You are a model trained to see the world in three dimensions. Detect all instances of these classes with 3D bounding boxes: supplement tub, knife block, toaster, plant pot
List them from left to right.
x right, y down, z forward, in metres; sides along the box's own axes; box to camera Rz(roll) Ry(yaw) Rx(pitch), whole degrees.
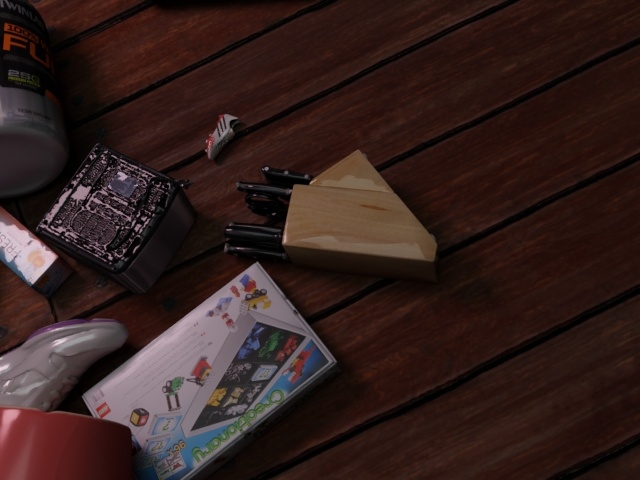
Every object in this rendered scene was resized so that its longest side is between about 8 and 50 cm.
[{"bbox_3d":[-0.523,-0.252,1.346,0.207,0.207,0.338,-19,65,2],"label":"supplement tub"},{"bbox_3d":[-0.343,0.333,1.018,0.275,0.275,0.243,2,70,12],"label":"plant pot"},{"bbox_3d":[-0.288,-0.031,1.256,0.186,0.110,0.168,25,74,20],"label":"toaster"},{"bbox_3d":[0.000,0.000,1.199,0.242,0.088,0.275,-35,65,-4],"label":"knife block"}]

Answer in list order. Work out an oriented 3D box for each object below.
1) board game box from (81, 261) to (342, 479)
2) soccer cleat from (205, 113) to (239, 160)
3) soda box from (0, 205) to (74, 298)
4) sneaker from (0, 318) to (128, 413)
[{"bbox_3d":[-0.149,0.194,1.162,0.305,0.053,0.193,-37,64,-6],"label":"board game box"},{"bbox_3d":[-0.153,-0.161,1.332,0.036,0.029,0.083,10,65,20],"label":"soccer cleat"},{"bbox_3d":[-0.463,0.009,1.302,0.183,0.058,0.063,36,78,23],"label":"soda box"},{"bbox_3d":[-0.394,0.212,1.189,0.305,0.114,0.152,-27,78,3],"label":"sneaker"}]
